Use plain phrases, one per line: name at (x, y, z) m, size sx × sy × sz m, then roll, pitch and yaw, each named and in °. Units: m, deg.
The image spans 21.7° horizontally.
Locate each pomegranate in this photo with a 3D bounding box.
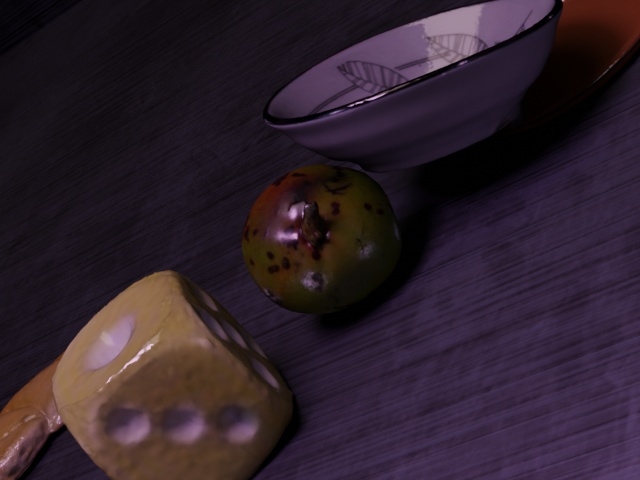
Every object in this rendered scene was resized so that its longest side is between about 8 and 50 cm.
pomegranate at (-0.006, -0.008, 1.664) m, size 0.156 × 0.156 × 0.220 m, roll -44°, pitch 18°, yaw -1°

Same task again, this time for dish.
dish at (0.104, -0.142, 1.653) m, size 0.316 × 0.106 × 0.316 m, roll -20°, pitch 15°, yaw 5°

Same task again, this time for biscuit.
biscuit at (-0.327, 0.196, 1.979) m, size 0.299 × 0.045 × 0.154 m, roll -49°, pitch 21°, yaw -14°

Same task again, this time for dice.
dice at (-0.141, 0.145, 1.586) m, size 0.166 × 0.169 × 0.169 m, roll -42°, pitch 23°, yaw 6°

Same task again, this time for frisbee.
frisbee at (0.251, -0.197, 1.723) m, size 0.251 × 0.021 × 0.251 m, roll -36°, pitch 23°, yaw 18°
